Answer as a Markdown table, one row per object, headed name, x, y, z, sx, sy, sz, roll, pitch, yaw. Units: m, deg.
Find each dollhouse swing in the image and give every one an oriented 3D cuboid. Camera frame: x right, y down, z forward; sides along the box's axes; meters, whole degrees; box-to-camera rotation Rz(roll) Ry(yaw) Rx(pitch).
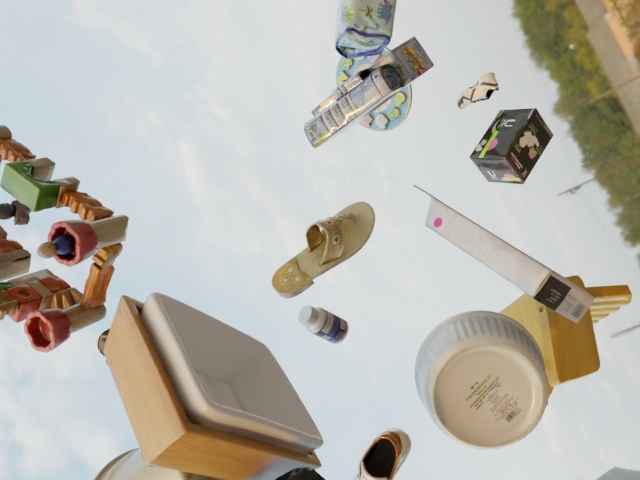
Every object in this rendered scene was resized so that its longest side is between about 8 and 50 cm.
| name | x | y | z | sx | sy | sz | roll | pitch | yaw |
| --- | --- | --- | --- | --- | --- | --- | --- | --- | --- |
| dollhouse swing | 0.529 | 0.270 | 1.545 | 0.304 | 0.347 | 0.315 | 13 | -125 | -17 |

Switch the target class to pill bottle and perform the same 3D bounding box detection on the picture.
| name | x | y | z | sx | sy | sz | roll | pitch | yaw |
| --- | --- | --- | --- | --- | --- | --- | --- | --- | --- |
| pill bottle | 0.006 | 0.202 | 1.673 | 0.120 | 0.067 | 0.067 | 31 | -138 | -33 |

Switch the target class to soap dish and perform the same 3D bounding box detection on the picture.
| name | x | y | z | sx | sy | sz | roll | pitch | yaw |
| --- | --- | --- | --- | --- | --- | --- | --- | --- | --- |
| soap dish | -0.144 | 0.209 | 0.925 | 0.291 | 0.118 | 0.229 | 36 | -168 | -50 |

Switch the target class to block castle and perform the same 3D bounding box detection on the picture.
| name | x | y | z | sx | sy | sz | roll | pitch | yaw |
| --- | --- | --- | --- | --- | --- | --- | --- | --- | --- |
| block castle | -0.628 | -0.013 | 1.383 | 0.453 | 0.303 | 0.212 | 34 | -153 | 18 |

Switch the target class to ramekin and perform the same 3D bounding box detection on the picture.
| name | x | y | z | sx | sy | sz | roll | pitch | yaw |
| --- | --- | --- | --- | --- | --- | --- | --- | --- | --- |
| ramekin | 0.250 | 0.219 | 1.062 | 0.207 | 0.207 | 0.109 | 60 | -171 | -5 |

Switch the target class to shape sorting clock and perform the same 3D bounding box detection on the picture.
| name | x | y | z | sx | sy | sz | roll | pitch | yaw |
| --- | --- | --- | --- | --- | --- | --- | --- | --- | --- |
| shape sorting clock | 0.114 | -0.339 | 1.534 | 0.040 | 0.206 | 0.206 | -37 | -81 | -35 |

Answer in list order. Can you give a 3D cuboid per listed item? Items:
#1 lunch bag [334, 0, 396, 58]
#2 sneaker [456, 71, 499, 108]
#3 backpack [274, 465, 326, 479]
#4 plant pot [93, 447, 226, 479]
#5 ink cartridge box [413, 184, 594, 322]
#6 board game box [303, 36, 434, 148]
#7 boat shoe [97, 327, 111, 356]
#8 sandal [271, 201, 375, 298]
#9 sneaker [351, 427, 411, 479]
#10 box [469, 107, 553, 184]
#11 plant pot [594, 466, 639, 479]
| name | x | y | z | sx | sy | sz | roll | pitch | yaw |
| --- | --- | --- | --- | --- | --- | --- | --- | --- | --- |
| lunch bag | 0.068 | -0.367 | 1.099 | 0.096 | 0.151 | 0.129 | 9 | -90 | -14 |
| sneaker | 0.342 | -0.318 | 1.501 | 0.040 | 0.109 | 0.044 | -10 | -111 | -43 |
| backpack | -0.104 | 0.465 | 0.877 | 0.273 | 0.355 | 0.290 | 45 | -129 | -16 |
| plant pot | -0.230 | 0.469 | 1.279 | 0.333 | 0.305 | 0.334 | 26 | -143 | -21 |
| ink cartridge box | 0.325 | 0.017 | 1.308 | 0.175 | 0.069 | 0.371 | 25 | -167 | -41 |
| board game box | 0.075 | -0.233 | 1.066 | 0.060 | 0.194 | 0.194 | 54 | -157 | -4 |
| boat shoe | -0.344 | 0.222 | 1.343 | 0.095 | 0.257 | 0.095 | -25 | -62 | -63 |
| sandal | 0.004 | 0.004 | 1.235 | 0.088 | 0.240 | 0.079 | 43 | 170 | 28 |
| sneaker | 0.096 | 0.542 | 1.495 | 0.290 | 0.105 | 0.123 | -67 | -25 | -3 |
| box | 0.243 | -0.120 | 0.875 | 0.052 | 0.062 | 0.083 | 45 | -109 | -30 |
| plant pot | 0.617 | 0.593 | 1.416 | 0.187 | 0.166 | 0.188 | 108 | 142 | -75 |
